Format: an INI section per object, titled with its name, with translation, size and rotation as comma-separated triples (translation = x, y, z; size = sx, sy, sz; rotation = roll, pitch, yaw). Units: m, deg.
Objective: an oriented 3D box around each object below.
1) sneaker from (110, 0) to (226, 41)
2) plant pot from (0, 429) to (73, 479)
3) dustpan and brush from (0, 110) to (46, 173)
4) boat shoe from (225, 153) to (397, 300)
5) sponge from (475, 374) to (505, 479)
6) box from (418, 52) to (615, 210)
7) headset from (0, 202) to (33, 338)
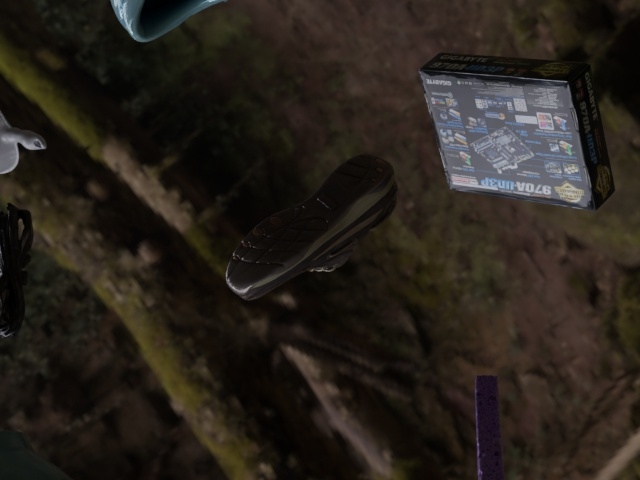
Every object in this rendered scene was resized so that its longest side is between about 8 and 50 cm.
[sneaker]
translation = -0.091, -0.347, 1.499
size = 0.135, 0.366, 0.150
rotation = 23, -138, -48
[plant pot]
translation = -0.361, 0.318, 1.369
size = 0.293, 0.293, 0.196
rotation = 15, -131, -65
[dustpan and brush]
translation = -0.408, -0.134, 1.659
size = 0.211, 0.060, 0.147
rotation = 28, 142, 52
[boat shoe]
translation = 0.000, 0.000, 2.306
size = 0.132, 0.355, 0.130
rotation = 47, 170, 48
[sponge]
translation = 0.194, 0.260, 1.498
size = 0.210, 0.031, 0.117
rotation = -81, -14, -58
[box]
translation = 0.234, -0.133, 1.585
size = 0.051, 0.220, 0.175
rotation = -41, -54, -35
[headset]
translation = -0.469, 0.033, 1.205
size = 0.243, 0.394, 0.185
rotation = 130, 145, -72
